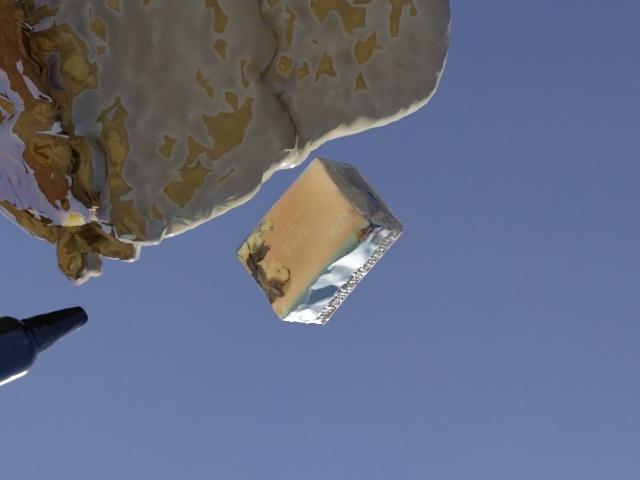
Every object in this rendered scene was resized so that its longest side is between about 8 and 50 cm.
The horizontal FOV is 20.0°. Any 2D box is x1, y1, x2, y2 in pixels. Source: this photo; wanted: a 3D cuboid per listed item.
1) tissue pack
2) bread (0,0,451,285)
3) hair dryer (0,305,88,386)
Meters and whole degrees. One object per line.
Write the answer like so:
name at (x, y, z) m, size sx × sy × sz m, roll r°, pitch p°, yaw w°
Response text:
tissue pack at (0.000, 0.000, 1.211) m, size 0.094 × 0.058 × 0.074 m, roll -50°, pitch -124°, yaw 19°
bread at (-0.131, -0.225, 0.949) m, size 0.390 × 0.279 × 0.371 m, roll 34°, pitch -34°, yaw 54°
hair dryer at (-0.178, 0.086, 0.796) m, size 0.050 × 0.194 × 0.173 m, roll -16°, pitch -96°, yaw 50°
